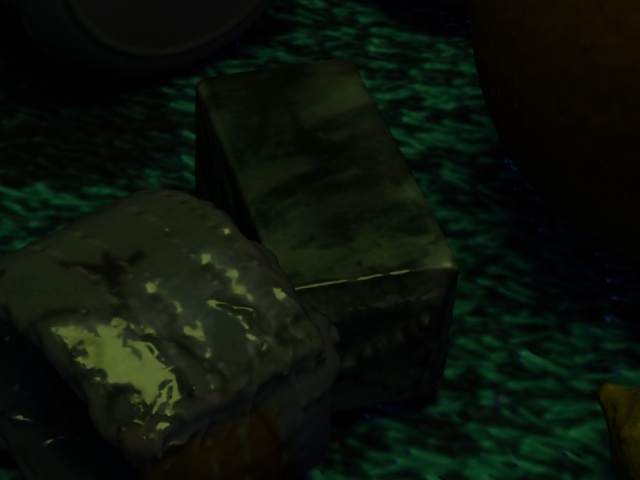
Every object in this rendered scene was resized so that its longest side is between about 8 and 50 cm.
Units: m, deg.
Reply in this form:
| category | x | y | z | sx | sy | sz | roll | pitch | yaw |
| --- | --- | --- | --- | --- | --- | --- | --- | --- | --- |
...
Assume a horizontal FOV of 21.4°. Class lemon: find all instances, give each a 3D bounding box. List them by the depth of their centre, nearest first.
| category | x | y | z | sx | sy | sz | roll | pitch | yaw |
| --- | --- | --- | --- | --- | --- | --- | --- | --- | --- |
| lemon | 0.161 | 0.093 | 0.752 | 0.092 | 0.065 | 0.065 | 33 | 48 | 22 |

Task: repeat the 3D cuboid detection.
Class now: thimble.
| category | x | y | z | sx | sy | sz | roll | pitch | yaw |
| --- | --- | --- | --- | --- | --- | --- | --- | --- | --- |
| thimble | -0.074 | 0.054 | 0.731 | 0.118 | 0.127 | 0.151 | -30 | 56 | -32 |

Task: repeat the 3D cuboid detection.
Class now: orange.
| category | x | y | z | sx | sy | sz | roll | pitch | yaw |
| --- | --- | --- | --- | --- | --- | --- | --- | --- | --- |
| orange | 0.205 | -0.115 | 0.853 | 0.274 | 0.274 | 0.274 | 3 | 40 | -2 |

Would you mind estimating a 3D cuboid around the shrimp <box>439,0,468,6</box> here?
| category | x | y | z | sx | sy | sz | roll | pitch | yaw |
| --- | --- | --- | --- | --- | --- | --- | --- | --- | --- |
| shrimp | 0.067 | -0.217 | 1.132 | 0.144 | 0.052 | 0.251 | 3 | 38 | -26 |

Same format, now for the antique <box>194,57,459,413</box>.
| category | x | y | z | sx | sy | sz | roll | pitch | yaw |
| --- | --- | --- | --- | --- | --- | --- | --- | --- | --- |
| antique | 0.000 | 0.000 | 0.831 | 0.086 | 0.088 | 0.183 | -9 | 42 | -14 |

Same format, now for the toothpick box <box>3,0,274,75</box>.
| category | x | y | z | sx | sy | sz | roll | pitch | yaw |
| --- | --- | --- | --- | --- | --- | --- | --- | --- | --- |
| toothpick box | -0.159 | -0.254 | 1.040 | 0.229 | 0.229 | 0.316 | -24 | 46 | -29 |
